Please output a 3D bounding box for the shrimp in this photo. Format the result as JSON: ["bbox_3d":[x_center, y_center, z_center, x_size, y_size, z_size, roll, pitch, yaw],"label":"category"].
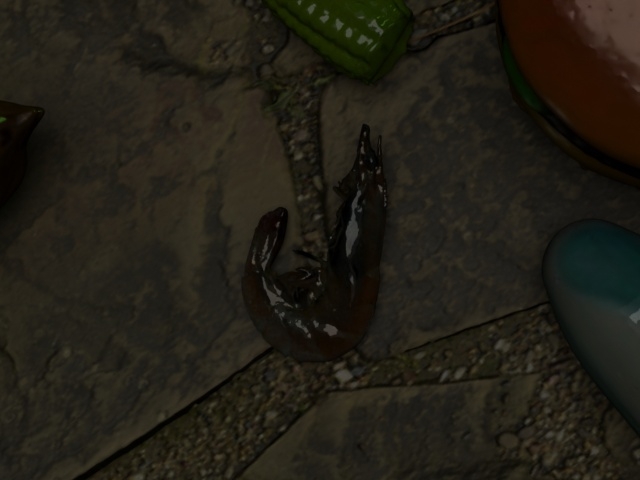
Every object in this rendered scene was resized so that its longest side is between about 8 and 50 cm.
[{"bbox_3d":[0.000,0.000,1.205,0.143,0.052,0.251,14,88,10],"label":"shrimp"}]

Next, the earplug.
[{"bbox_3d":[0.335,0.112,1.115,0.185,0.185,0.324,-40,75,2],"label":"earplug"}]

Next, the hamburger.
[{"bbox_3d":[0.353,-0.223,1.071,0.396,0.277,0.396,0,86,7],"label":"hamburger"}]

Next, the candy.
[{"bbox_3d":[-0.001,-0.246,1.204,0.209,0.097,0.097,38,91,15],"label":"candy"}]

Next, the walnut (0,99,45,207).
[{"bbox_3d":[-0.425,-0.058,1.182,0.336,0.209,0.209,-23,84,5],"label":"walnut"}]
